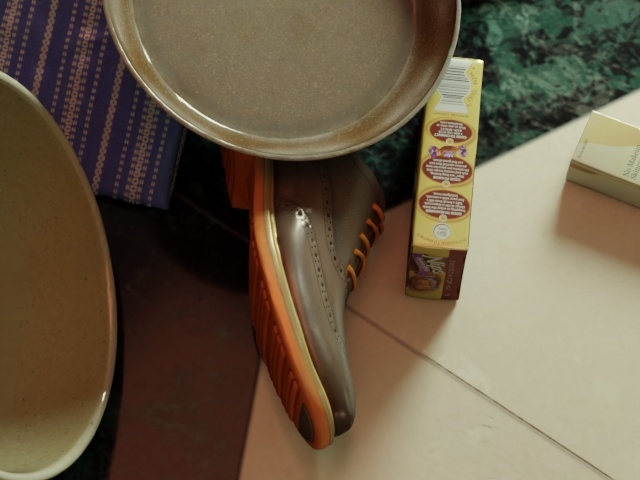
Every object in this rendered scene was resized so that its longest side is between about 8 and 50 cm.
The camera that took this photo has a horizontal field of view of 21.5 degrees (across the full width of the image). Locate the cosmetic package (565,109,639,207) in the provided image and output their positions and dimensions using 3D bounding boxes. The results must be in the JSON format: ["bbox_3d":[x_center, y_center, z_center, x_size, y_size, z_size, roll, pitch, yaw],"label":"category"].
[{"bbox_3d":[0.285,-0.066,1.516,0.115,0.041,0.060,21,67,9],"label":"cosmetic package"}]

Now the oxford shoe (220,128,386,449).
[{"bbox_3d":[0.000,0.000,1.443,0.133,0.130,0.363,-7,65,-9],"label":"oxford shoe"}]

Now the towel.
[{"bbox_3d":[-0.272,-0.181,1.513,0.336,0.040,0.243,14,98,7],"label":"towel"}]

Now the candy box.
[{"bbox_3d":[0.107,-0.054,1.474,0.053,0.109,0.186,5,64,1],"label":"candy box"}]

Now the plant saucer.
[{"bbox_3d":[-0.035,-0.208,1.444,0.311,0.050,0.310,4,72,-11],"label":"plant saucer"}]

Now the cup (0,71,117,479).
[{"bbox_3d":[-0.346,0.043,1.347,0.237,0.331,0.331,-11,63,23],"label":"cup"}]
